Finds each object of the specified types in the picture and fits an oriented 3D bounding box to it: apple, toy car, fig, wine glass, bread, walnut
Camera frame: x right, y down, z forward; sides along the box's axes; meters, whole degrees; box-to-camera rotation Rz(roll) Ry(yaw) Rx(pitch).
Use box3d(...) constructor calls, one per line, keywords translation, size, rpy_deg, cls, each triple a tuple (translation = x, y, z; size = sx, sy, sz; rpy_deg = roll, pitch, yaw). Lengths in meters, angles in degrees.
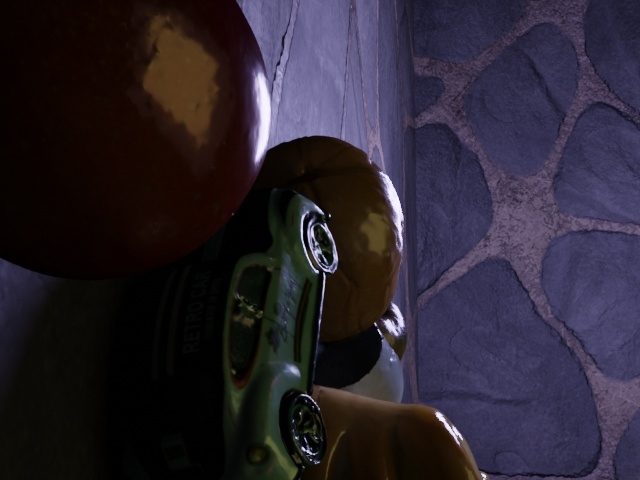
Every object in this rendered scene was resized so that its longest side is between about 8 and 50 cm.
box3d(translation=(-0.112, -0.075, 0.494), size=(0.181, 0.181, 0.168), rpy_deg=(-78, 161, -54), cls="apple")
box3d(translation=(-0.075, 0.067, 0.793), size=(0.125, 0.136, 0.306), rpy_deg=(48, 34, -40), cls="toy car")
box3d(translation=(0.075, 0.175, 1.582), size=(0.133, 0.127, 0.185), rpy_deg=(-101, 177, -58), cls="fig")
box3d(translation=(0.060, 0.228, 1.436), size=(0.321, 0.143, 0.143), rpy_deg=(73, 18, -51), cls="wine glass")
box3d(translation=(0.079, 0.337, 1.226), size=(0.315, 0.270, 0.211), rpy_deg=(85, 24, -45), cls="bread")
box3d(translation=(0.000, 0.000, 1.063), size=(0.225, 0.193, 0.193), rpy_deg=(76, 16, -47), cls="walnut")
